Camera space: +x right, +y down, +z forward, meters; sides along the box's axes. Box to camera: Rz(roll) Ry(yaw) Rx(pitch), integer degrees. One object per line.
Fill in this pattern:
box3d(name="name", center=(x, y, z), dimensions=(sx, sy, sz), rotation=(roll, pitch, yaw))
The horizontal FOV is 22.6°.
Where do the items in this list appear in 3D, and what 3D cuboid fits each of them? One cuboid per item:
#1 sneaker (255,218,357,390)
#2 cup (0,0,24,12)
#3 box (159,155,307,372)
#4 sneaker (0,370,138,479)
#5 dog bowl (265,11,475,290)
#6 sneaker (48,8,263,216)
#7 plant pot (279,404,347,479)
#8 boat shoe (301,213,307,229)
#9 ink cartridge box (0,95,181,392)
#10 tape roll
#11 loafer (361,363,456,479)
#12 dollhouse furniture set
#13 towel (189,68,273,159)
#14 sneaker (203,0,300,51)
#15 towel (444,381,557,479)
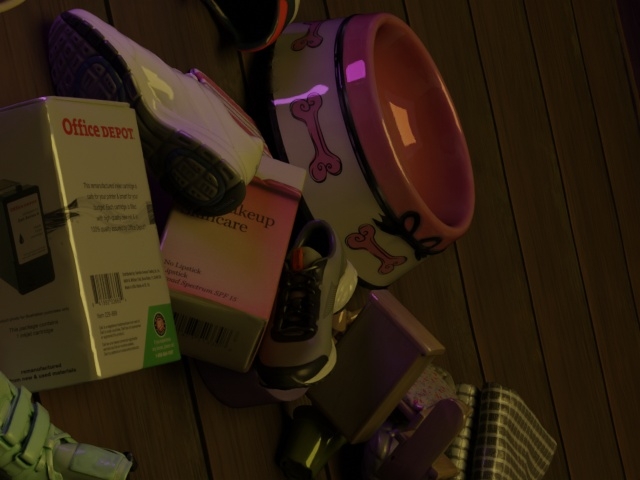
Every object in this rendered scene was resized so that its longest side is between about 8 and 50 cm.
box3d(name="sneaker", center=(-0.026, 0.080, 1.951), dimensions=(0.271, 0.100, 0.108), rotation=(-73, 155, -50))
box3d(name="cup", center=(-0.426, -0.335, 1.427), dimensions=(0.331, 0.237, 0.331), rotation=(30, 55, -54))
box3d(name="box", center=(-0.119, 0.015, 1.895), dimensions=(0.127, 0.148, 0.232), rotation=(113, -8, -52))
box3d(name="sneaker", center=(-0.263, 0.189, 1.554), dimensions=(0.256, 0.151, 0.094), rotation=(72, 23, -45))
box3d(name="dog bowl", center=(0.086, -0.144, 2.295), dimensions=(0.408, 0.150, 0.408), rotation=(48, 32, -44))
box3d(name="sneaker", center=(-0.191, -0.156, 1.849), dimensions=(0.297, 0.111, 0.129), rotation=(45, 35, -5))
box3d(name="plant pot", center=(-0.015, 0.273, 2.109), dimensions=(0.083, 0.083, 0.079), rotation=(57, 47, -33))
box3d(name="boat shoe", center=(-0.002, 0.000, 2.247), dimensions=(0.048, 0.056, 0.153), rotation=(43, 37, -40))
box3d(name="ink cartridge box", center=(-0.263, 0.004, 1.686), dimensions=(0.211, 0.121, 0.289), rotation=(-3, 82, -71))
box3d(name="tape roll", center=(-0.082, 0.115, 2.035), dimensions=(0.189, 0.080, 0.189), rotation=(31, 53, -53))
box3d(name="loafer", center=(0.121, 0.273, 2.334), dimensions=(0.319, 0.112, 0.111), rotation=(-49, 162, -63))
box3d(name="dollhouse furniture set", center=(0.160, 0.175, 2.184), dimensions=(0.303, 0.174, 0.355), rotation=(46, 24, 25))
box3d(name="towel", center=(-0.105, -0.125, 2.068), dimensions=(0.144, 0.029, 0.197), rotation=(43, 16, -47))
box3d(name="sneaker", center=(-0.129, -0.403, 2.086), dimensions=(0.350, 0.131, 0.148), rotation=(61, 29, -28))
box3d(name="towel", center=(0.275, 0.371, 2.484), dimensions=(0.284, 0.121, 0.235), rotation=(49, 44, -57))
